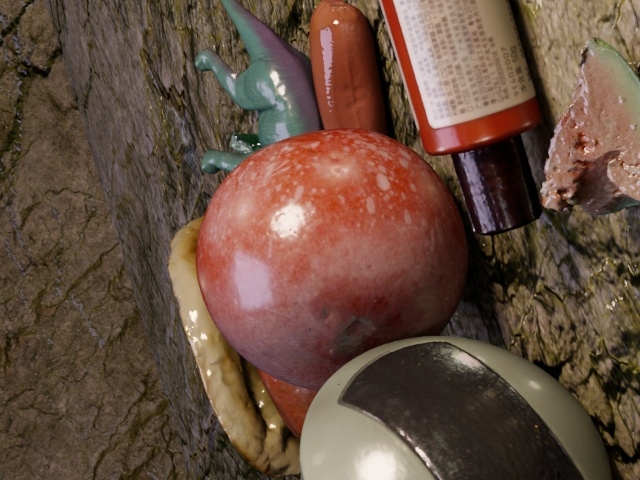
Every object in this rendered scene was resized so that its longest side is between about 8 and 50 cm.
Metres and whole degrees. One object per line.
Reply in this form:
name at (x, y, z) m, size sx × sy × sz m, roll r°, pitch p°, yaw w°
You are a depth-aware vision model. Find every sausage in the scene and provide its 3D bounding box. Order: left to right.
sausage at (0.029, -0.161, 1.702) m, size 0.077 × 0.077 × 0.194 m, roll -138°, pitch 32°, yaw -60°

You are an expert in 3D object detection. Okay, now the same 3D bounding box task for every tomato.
tomato at (0.012, 0.026, 1.586) m, size 0.227 × 0.270 × 0.270 m, roll -101°, pitch 2°, yaw -54°

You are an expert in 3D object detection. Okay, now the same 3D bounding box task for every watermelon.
watermelon at (0.217, -0.073, 1.187) m, size 0.101 × 0.080 × 0.155 m, roll 32°, pitch 124°, yaw 52°

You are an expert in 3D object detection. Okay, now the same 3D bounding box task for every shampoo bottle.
shampoo bottle at (0.120, -0.141, 1.349) m, size 0.104 × 0.104 × 0.278 m, roll -169°, pitch 61°, yaw -72°

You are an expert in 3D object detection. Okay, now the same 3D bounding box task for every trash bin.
trash bin at (0.103, 0.294, 1.542) m, size 0.432 × 0.280 × 0.280 m, roll 100°, pitch 148°, yaw -48°

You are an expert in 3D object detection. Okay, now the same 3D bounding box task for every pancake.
pancake at (-0.058, 0.131, 2.019) m, size 0.387 × 0.082 × 0.387 m, roll 42°, pitch -151°, yaw -31°

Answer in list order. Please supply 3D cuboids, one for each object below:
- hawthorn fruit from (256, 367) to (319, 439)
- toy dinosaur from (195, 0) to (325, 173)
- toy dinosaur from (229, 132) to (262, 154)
hawthorn fruit at (0.002, 0.123, 1.847) m, size 0.251 × 0.199 × 0.199 m, roll 45°, pitch 172°, yaw -19°
toy dinosaur at (-0.004, -0.141, 1.853) m, size 0.331 × 0.129 × 0.383 m, roll 8°, pitch 109°, yaw 54°
toy dinosaur at (0.001, 0.021, 2.062) m, size 0.383 × 0.076 × 0.129 m, roll 51°, pitch 167°, yaw 17°
